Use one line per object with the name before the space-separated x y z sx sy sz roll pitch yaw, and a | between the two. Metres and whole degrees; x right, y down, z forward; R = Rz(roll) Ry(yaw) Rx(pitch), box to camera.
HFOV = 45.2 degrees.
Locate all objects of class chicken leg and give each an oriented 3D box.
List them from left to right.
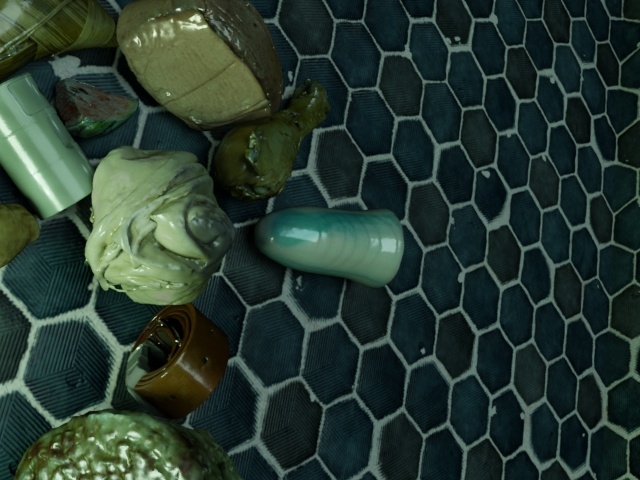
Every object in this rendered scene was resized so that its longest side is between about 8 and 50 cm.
chicken leg | -0.088 -0.222 1.634 0.429 0.152 0.201 -53 151 -44

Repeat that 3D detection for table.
table | -0.479 -0.157 1.291 0.126 0.126 0.220 -42 109 -38

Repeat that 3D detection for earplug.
earplug | 0.000 0.000 1.670 0.324 0.185 0.185 8 76 -32

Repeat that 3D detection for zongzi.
zongzi | -0.479 -0.345 1.346 0.288 0.134 0.286 42 64 -46

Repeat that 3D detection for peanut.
peanut | -0.563 -0.016 1.194 0.253 0.122 0.137 14 64 -41

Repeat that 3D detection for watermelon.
watermelon | -0.422 -0.239 1.403 0.139 0.071 0.187 37 27 2

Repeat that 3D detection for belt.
belt | -0.252 0.208 1.339 0.105 0.261 0.184 44 80 -23

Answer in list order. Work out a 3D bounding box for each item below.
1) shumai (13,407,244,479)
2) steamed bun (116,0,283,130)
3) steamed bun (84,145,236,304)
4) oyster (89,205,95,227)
shumai | -0.273 0.432 1.264 0.348 0.395 0.395 -2 82 -67
steamed bun | -0.215 -0.372 1.489 0.301 0.251 0.199 51 35 -40
steamed bun | -0.252 -0.030 1.330 0.268 0.207 0.280 45 49 -60
oyster | -0.364 -0.072 1.421 0.105 0.056 0.177 50 44 -33
